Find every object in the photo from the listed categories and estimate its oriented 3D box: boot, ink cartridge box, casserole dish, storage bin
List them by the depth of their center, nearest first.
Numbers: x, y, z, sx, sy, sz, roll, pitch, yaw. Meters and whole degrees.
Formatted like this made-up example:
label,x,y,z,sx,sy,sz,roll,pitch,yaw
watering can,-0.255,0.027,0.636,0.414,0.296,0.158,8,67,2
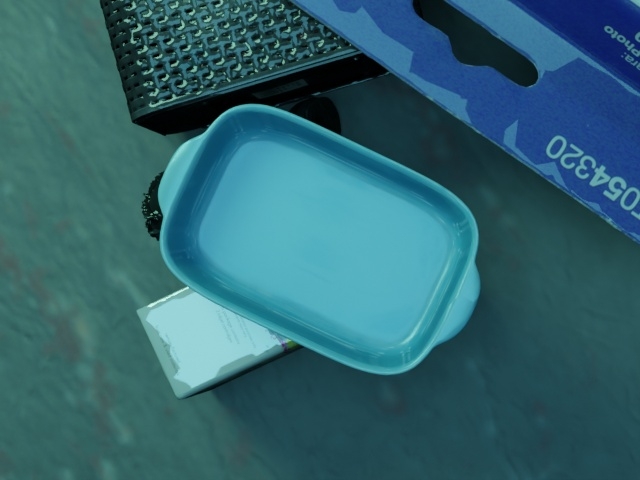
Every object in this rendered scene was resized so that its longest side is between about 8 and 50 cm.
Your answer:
label,x,y,z,sx,sy,sz,roll,pitch,yaw
ink cartridge box,0.158,-0.214,0.887,0.324,0.071,0.330,34,81,-3
casserole dish,0.000,0.000,0.901,0.188,0.037,0.114,25,89,6
storage bin,-0.030,-0.130,0.968,0.180,0.122,0.084,-17,87,6
ink cartridge box,-0.009,0.030,0.972,0.181,0.104,0.061,-25,86,4
boot,-0.050,-0.042,1.001,0.099,0.045,0.121,-3,44,32
